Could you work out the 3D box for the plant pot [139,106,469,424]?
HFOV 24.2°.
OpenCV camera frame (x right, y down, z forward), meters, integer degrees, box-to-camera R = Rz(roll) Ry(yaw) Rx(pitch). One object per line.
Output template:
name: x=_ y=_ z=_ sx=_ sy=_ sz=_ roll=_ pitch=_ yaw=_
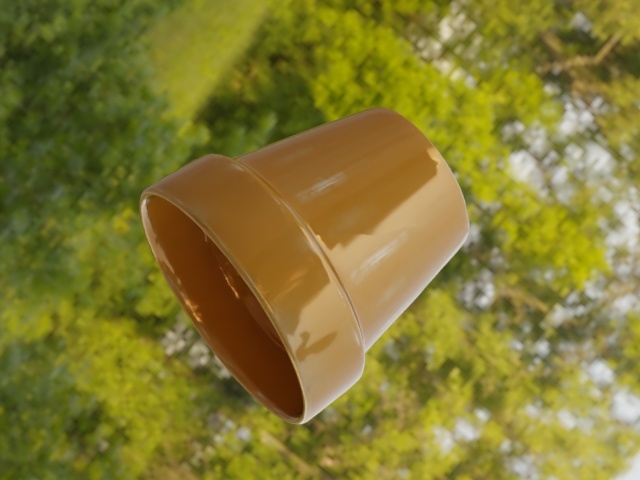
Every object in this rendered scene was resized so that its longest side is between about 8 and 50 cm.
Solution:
plant pot: x=0.000 y=0.000 z=1.113 sx=0.188 sy=0.205 sz=0.205 roll=-34 pitch=178 yaw=-19
